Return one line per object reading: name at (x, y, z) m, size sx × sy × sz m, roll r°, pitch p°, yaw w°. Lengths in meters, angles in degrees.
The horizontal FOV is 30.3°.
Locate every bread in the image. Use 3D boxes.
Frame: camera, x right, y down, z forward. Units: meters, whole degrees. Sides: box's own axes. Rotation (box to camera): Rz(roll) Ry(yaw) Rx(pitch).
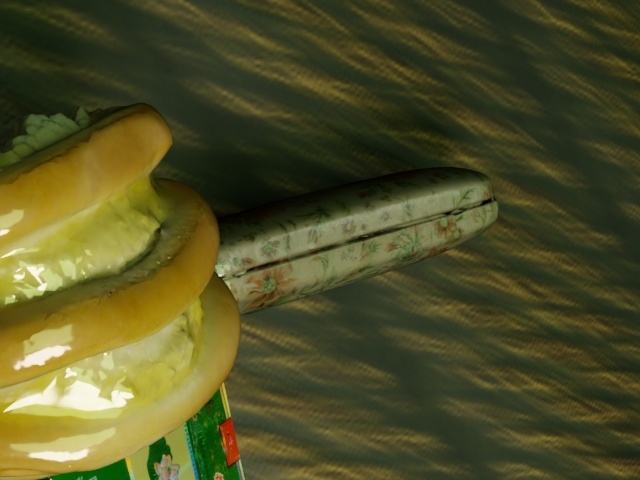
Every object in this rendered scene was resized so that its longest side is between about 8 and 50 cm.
bread at (-0.191, 0.031, 0.864) m, size 0.315 × 0.211 × 0.270 m, roll -31°, pitch 92°, yaw -49°

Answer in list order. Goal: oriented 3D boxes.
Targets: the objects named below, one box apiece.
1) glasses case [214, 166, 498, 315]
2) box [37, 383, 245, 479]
glasses case at (0.000, 0.000, 1.181) m, size 0.425 × 0.156 × 0.098 m, roll -16°, pitch 95°, yaw -37°
box at (-0.161, 0.229, 1.106) m, size 0.235 × 0.034 × 0.132 m, roll -25°, pitch 107°, yaw -52°
